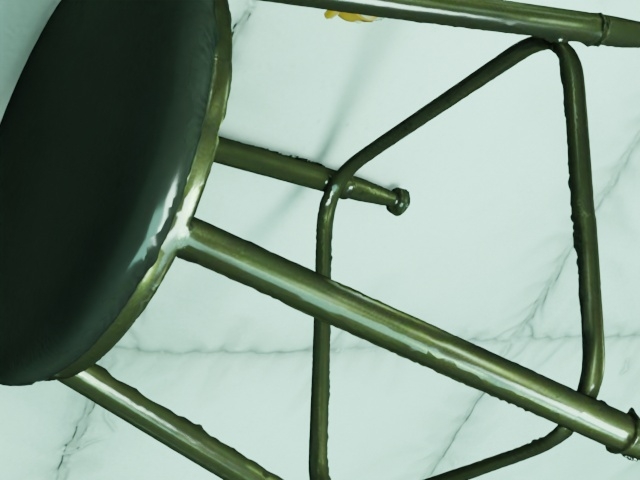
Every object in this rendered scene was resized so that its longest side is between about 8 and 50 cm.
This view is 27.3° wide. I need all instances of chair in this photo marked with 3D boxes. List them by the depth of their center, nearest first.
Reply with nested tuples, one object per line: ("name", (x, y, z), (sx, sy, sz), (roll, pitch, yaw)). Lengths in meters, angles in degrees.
("chair", (0.000, 0.000, 0.918), (0.410, 0.361, 0.365), (20, 149, -30))

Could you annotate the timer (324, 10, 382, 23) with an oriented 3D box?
("timer", (0.066, -0.212, 0.992), (0.152, 0.132, 0.132), (-30, 147, 31))
